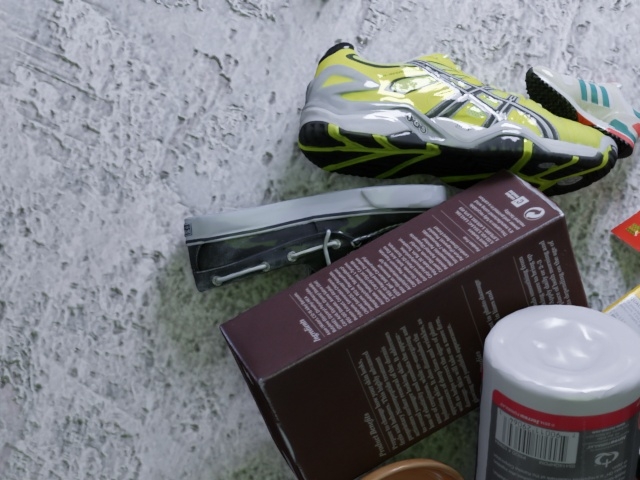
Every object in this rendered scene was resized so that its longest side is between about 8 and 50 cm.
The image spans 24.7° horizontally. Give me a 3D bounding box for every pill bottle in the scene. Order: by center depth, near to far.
[{"bbox_3d":[0.256,0.245,1.591,0.176,0.176,0.319,-4,121,-8],"label":"pill bottle"}]

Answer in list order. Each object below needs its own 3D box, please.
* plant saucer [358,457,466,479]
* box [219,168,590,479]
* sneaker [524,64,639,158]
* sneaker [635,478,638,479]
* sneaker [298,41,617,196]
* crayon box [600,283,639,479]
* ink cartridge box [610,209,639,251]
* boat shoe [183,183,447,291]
[{"bbox_3d":[0.080,0.325,1.644,0.200,0.037,0.200,-14,123,-23],"label":"plant saucer"},{"bbox_3d":[0.103,0.103,1.631,0.381,0.143,0.191,-29,125,-11],"label":"box"},{"bbox_3d":[0.324,-0.171,1.775,0.161,0.057,0.075,35,64,-1],"label":"sneaker"},{"bbox_3d":[0.497,0.313,1.692,0.313,0.136,0.116,16,81,-4],"label":"sneaker"},{"bbox_3d":[0.169,-0.146,1.706,0.384,0.145,0.147,9,67,-13],"label":"sneaker"},{"bbox_3d":[0.453,0.125,1.700,0.323,0.083,0.203,-34,64,-9],"label":"crayon box"},{"bbox_3d":[0.451,-0.043,1.730,0.179,0.145,0.045,-33,129,-12],"label":"ink cartridge box"},{"bbox_3d":[0.000,0.000,1.681,0.306,0.113,0.105,-10,90,-5],"label":"boat shoe"}]
